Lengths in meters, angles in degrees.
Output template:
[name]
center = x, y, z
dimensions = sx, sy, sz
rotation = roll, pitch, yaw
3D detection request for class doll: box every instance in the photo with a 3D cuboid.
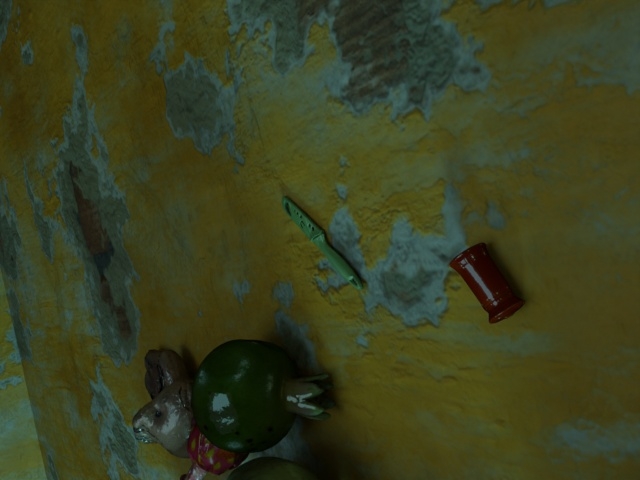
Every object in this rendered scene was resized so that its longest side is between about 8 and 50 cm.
[doll]
center = -0.336, 0.339, 1.270
dimensions = 0.303, 0.156, 0.201
rotation = 23, 122, 49

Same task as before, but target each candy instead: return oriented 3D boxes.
[candy]
center = -0.245, 0.469, 1.132
dimensions = 0.124, 0.124, 0.365
rotation = 35, 99, 39

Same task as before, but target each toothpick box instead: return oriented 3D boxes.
[toothpick box]
center = 0.183, 0.048, 0.663
dimensions = 0.083, 0.047, 0.047
rotation = 60, 137, 19

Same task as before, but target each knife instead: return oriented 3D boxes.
[knife]
center = 0.000, 0.000, 0.890
dimensions = 0.207, 0.014, 0.030
rotation = 47, 133, 32

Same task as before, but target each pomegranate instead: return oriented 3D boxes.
[pomegranate]
center = -0.089, 0.243, 0.954
dimensions = 0.225, 0.187, 0.186
rotation = -6, 95, 22

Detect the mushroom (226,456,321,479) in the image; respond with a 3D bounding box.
[mushroom]
center = -0.089, 0.500, 0.889
dimensions = 0.352, 0.261, 0.351
rotation = -171, 90, -85
